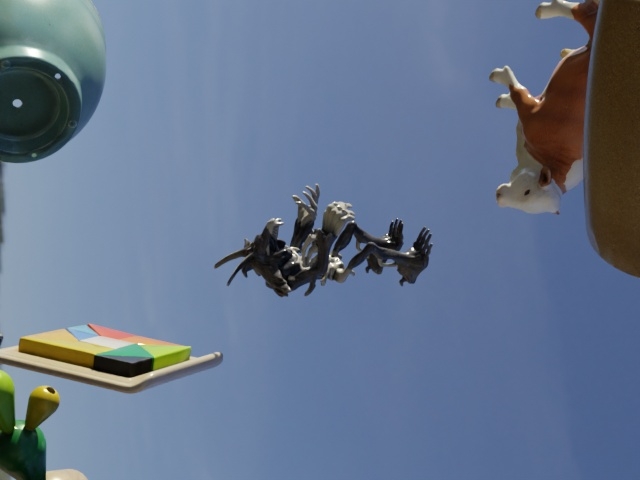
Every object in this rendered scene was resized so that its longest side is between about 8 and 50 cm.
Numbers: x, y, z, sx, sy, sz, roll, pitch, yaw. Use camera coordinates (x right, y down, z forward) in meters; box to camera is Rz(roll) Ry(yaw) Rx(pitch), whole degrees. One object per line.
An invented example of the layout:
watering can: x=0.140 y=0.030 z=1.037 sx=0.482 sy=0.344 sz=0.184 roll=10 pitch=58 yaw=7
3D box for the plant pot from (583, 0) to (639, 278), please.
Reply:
plant pot: x=0.339 y=-0.132 z=1.090 sx=0.237 sy=0.237 sz=0.254 roll=50 pitch=-18 yaw=57

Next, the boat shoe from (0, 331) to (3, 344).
boat shoe: x=-0.524 y=0.220 z=1.592 sx=0.306 sy=0.105 sz=0.113 roll=-53 pitch=169 yaw=6

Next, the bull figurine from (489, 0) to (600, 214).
bull figurine: x=0.312 y=-0.180 z=1.518 sx=0.310 sy=0.101 sz=0.188 roll=-51 pitch=-124 yaw=17

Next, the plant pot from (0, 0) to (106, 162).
plant pot: x=-0.447 y=-0.233 z=1.750 sx=0.196 sy=0.293 sz=0.293 roll=-115 pitch=-151 yaw=-50

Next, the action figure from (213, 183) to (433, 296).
action figure: x=0.000 y=0.000 z=1.603 sx=0.164 sy=0.276 sz=0.141 roll=37 pitch=-57 yaw=57

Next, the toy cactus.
toy cactus: x=-0.190 y=0.186 z=0.825 sx=0.180 sy=0.112 sz=0.219 roll=-24 pitch=92 yaw=-85

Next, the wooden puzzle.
wooden puzzle: x=-0.267 y=0.140 z=1.478 sx=0.221 sy=0.239 sz=0.044 roll=-7 pitch=102 yaw=-71
